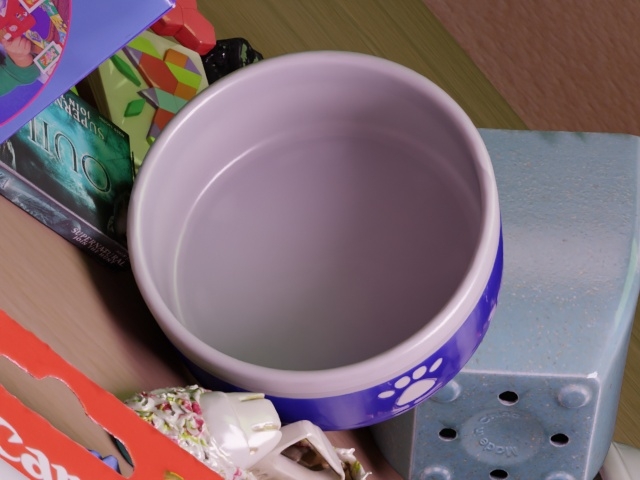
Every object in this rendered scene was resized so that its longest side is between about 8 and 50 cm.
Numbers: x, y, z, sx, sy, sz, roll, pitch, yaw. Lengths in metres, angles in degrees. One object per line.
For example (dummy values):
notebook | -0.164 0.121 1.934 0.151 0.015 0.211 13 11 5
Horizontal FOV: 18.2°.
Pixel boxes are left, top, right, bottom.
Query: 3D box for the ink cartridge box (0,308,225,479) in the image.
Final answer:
ink cartridge box | -0.095 0.170 1.002 0.308 0.091 0.385 42 23 -34

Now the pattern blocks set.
pattern blocks set | -0.130 -0.106 1.648 0.285 0.026 0.325 3 55 -54

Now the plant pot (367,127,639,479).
plant pot | 0.150 0.078 1.689 0.252 0.247 0.247 -86 179 -48

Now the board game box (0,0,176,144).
board game box | -0.281 -0.199 1.122 0.347 0.233 0.078 48 15 -22

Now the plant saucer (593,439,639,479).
plant saucer | 0.345 0.349 1.794 0.400 0.100 0.401 -18 90 -87

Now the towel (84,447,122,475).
towel | -0.076 0.271 1.055 0.336 0.040 0.243 55 15 5

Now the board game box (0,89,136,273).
board game box | -0.199 -0.069 1.435 0.186 0.026 0.126 38 33 -45

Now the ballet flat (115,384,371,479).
ballet flat | -0.047 0.141 1.368 0.241 0.077 0.091 32 29 -54

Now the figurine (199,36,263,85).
figurine | -0.038 -0.050 1.850 0.215 0.092 0.209 36 31 -50

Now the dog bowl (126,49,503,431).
dog bowl | 0.000 0.000 1.442 0.265 0.265 0.104 61 -4 27
